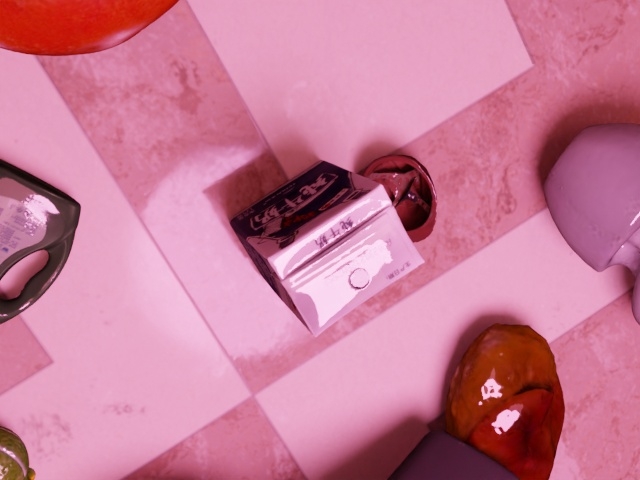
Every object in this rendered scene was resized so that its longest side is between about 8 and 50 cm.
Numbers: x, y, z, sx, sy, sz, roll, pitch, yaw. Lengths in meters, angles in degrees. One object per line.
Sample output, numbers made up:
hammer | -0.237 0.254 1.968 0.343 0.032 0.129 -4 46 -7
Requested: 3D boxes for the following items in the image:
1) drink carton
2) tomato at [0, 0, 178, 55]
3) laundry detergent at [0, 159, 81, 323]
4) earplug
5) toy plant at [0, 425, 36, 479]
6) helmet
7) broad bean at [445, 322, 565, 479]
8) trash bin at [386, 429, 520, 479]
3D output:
drink carton | -0.001 0.001 0.923 0.134 0.222 0.101 -32 108 -8
tomato | -0.238 -0.326 0.766 0.290 0.293 0.325 32 86 -33
laundry detergent | -0.348 0.028 0.917 0.137 0.063 0.210 28 93 -26
earplug | 0.410 -0.016 1.076 0.326 0.175 0.214 37 88 -29
toy plant | -0.379 0.225 0.935 0.162 0.093 0.092 41 89 -23
helmet | 0.098 -0.057 1.027 0.089 0.057 0.111 -6 113 22
broad bean | 0.233 0.216 1.088 0.156 0.122 0.228 1 105 -13
trash bin | 0.097 0.374 0.979 0.290 0.182 0.209 -41 150 -40
